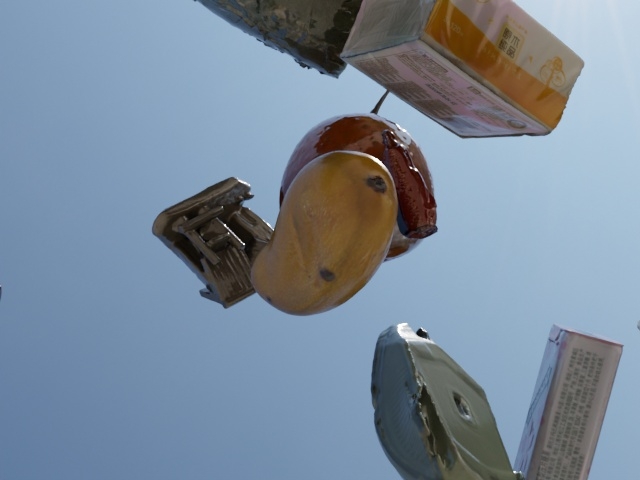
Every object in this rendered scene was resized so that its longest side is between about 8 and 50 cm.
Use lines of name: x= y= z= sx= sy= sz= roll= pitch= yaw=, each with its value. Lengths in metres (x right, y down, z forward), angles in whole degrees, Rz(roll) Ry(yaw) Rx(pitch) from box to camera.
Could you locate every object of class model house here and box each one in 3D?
model house: x=-0.156 y=0.012 z=1.227 sx=0.188 sy=0.122 sz=0.229 roll=49 pitch=-138 yaw=9

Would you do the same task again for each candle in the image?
candle: x=0.108 y=-0.074 z=0.919 sx=0.048 sy=0.053 sz=0.162 roll=27 pitch=-138 yaw=-54

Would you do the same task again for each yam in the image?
yam: x=-0.072 y=-0.407 z=1.058 sx=0.348 sy=0.241 sz=0.241 roll=32 pitch=-111 yaw=-12

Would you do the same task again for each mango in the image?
mango: x=0.005 y=-0.001 z=0.876 sx=0.108 sy=0.262 sz=0.157 roll=-9 pitch=-117 yaw=-36

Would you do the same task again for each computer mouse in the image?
computer mouse: x=0.186 y=0.308 z=1.210 sx=0.228 sy=0.429 sz=0.145 roll=32 pitch=-68 yaw=-22

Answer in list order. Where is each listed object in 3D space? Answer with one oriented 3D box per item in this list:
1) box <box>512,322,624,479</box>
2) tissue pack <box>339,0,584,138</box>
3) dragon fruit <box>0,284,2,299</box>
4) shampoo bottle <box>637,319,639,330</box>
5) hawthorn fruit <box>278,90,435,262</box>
box: x=0.410 y=0.335 z=1.249 sx=0.112 sy=0.190 sz=0.370 roll=14 pitch=-89 yaw=12
tissue pack: x=0.172 y=-0.226 z=0.898 sx=0.225 sy=0.185 sz=0.124 roll=27 pitch=-99 yaw=-28
dragon fruit: x=-0.453 y=0.127 z=0.917 sx=0.122 sy=0.092 sz=0.192 roll=40 pitch=-136 yaw=-18
shampoo bottle: x=0.674 y=0.223 z=1.372 sx=0.074 sy=0.074 sz=0.192 roll=-42 pitch=-88 yaw=-25
hawthorn fruit: x=0.051 y=-0.077 z=1.104 sx=0.235 sy=0.263 sz=0.231 roll=-13 pitch=-58 yaw=-2
